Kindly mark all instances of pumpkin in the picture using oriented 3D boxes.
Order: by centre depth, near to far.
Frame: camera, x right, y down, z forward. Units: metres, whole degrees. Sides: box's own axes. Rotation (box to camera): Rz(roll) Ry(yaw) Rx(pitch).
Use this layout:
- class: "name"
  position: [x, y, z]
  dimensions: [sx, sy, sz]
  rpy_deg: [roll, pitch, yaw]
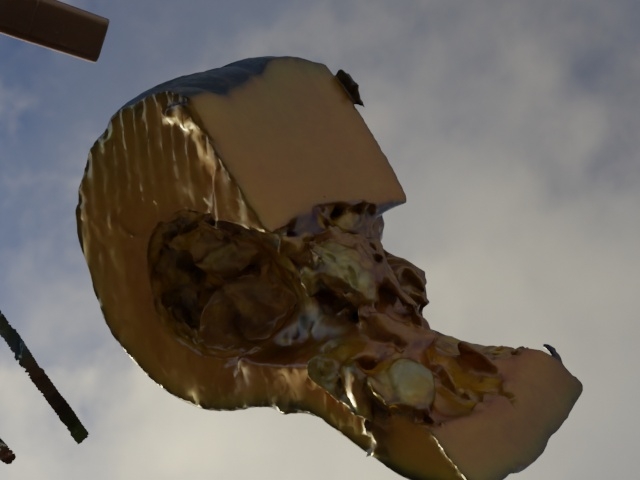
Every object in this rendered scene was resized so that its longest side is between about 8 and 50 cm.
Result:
- class: "pumpkin"
  position: [0.001, 0.000, 0.586]
  dimensions: [0.281, 0.139, 0.190]
  rpy_deg: [11, -71, 38]

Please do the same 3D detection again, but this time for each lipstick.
- class: "lipstick"
  position: [-0.266, -0.202, 0.958]
  dimensions: [0.145, 0.045, 0.045]
  rpy_deg: [15, -84, -36]

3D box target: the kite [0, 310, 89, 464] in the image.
- class: "kite"
  position: [-0.298, 0.052, 0.803]
  dimensions: [0.310, 0.169, 0.015]
  rpy_deg: [45, -10, 4]
